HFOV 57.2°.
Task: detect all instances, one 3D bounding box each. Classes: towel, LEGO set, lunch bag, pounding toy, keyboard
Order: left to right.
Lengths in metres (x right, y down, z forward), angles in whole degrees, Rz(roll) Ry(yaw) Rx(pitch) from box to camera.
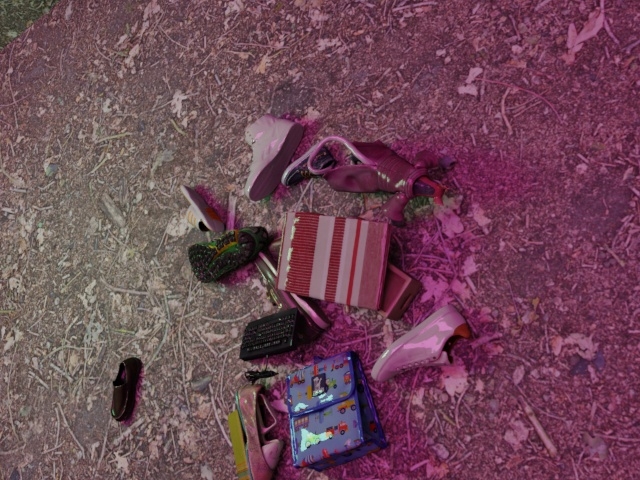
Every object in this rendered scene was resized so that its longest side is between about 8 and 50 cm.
[{"bbox_3d":[-0.233,0.626,1.737,0.102,0.021,0.237,-47,53,53],"label":"towel"},{"bbox_3d":[-0.158,0.313,1.704,0.317,0.033,0.201,-27,54,52],"label":"keyboard"},{"bbox_3d":[-0.070,0.359,1.739,0.054,0.023,0.083,-12,72,26],"label":"LEGO set"},{"bbox_3d":[0.027,0.454,1.622,0.221,0.138,0.293,-28,54,21],"label":"lunch bag"},{"bbox_3d":[0.031,0.049,1.622,0.329,0.037,0.237,9,91,29],"label":"towel"},{"bbox_3d":[0.144,0.136,1.636,0.206,0.094,0.181,36,97,33],"label":"pounding toy"}]

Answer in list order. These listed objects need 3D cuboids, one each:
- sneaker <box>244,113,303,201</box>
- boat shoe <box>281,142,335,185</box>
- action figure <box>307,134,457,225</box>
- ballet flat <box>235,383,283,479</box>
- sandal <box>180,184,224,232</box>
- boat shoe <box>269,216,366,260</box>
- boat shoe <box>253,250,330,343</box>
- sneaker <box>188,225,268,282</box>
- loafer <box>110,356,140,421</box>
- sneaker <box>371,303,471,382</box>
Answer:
[{"bbox_3d":[-0.194,-0.276,1.924,0.169,0.108,0.292,27,82,33],"label":"sneaker"},{"bbox_3d":[-0.039,-0.219,1.840,0.183,0.065,0.083,-42,60,13],"label":"boat shoe"},{"bbox_3d":[0.198,-0.194,1.599,0.370,0.276,0.248,25,84,45],"label":"action figure"},{"bbox_3d":[-0.168,0.566,1.701,0.106,0.107,0.316,-20,69,9],"label":"ballet flat"},{"bbox_3d":[-0.418,-0.091,2.006,0.076,0.102,0.265,-51,52,11],"label":"sandal"},{"bbox_3d":[0.000,0.000,1.749,0.324,0.123,0.116,-7,44,25],"label":"boat shoe"},{"bbox_3d":[-0.106,0.166,1.757,0.097,0.116,0.324,-47,66,8],"label":"boat shoe"},{"bbox_3d":[-0.298,0.045,1.894,0.343,0.146,0.134,-18,92,39],"label":"sneaker"},{"bbox_3d":[-0.684,0.507,2.010,0.080,0.078,0.220,3,79,29],"label":"loafer"},{"bbox_3d":[0.262,0.298,1.523,0.290,0.106,0.123,-42,59,12],"label":"sneaker"}]
